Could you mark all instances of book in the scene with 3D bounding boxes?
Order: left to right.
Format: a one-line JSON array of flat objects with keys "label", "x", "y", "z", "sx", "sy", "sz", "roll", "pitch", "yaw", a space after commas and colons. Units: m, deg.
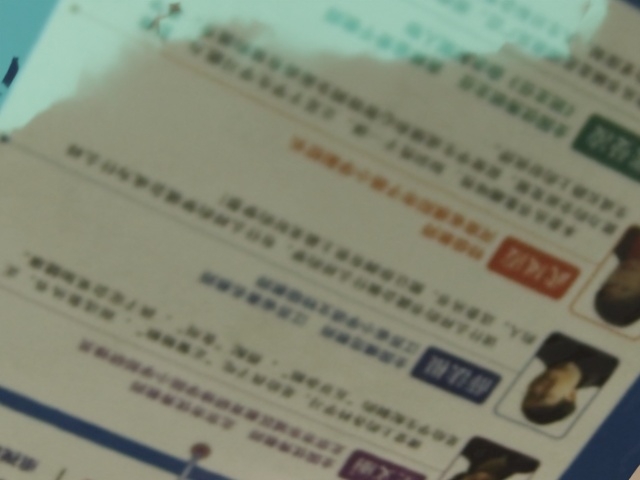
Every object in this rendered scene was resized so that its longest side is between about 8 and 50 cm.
[{"label": "book", "x": 0.000, "y": 0.000, "z": 0.571, "sx": 0.300, "sy": 0.039, "sz": 0.428, "roll": 26, "pitch": 114, "yaw": -20}]
